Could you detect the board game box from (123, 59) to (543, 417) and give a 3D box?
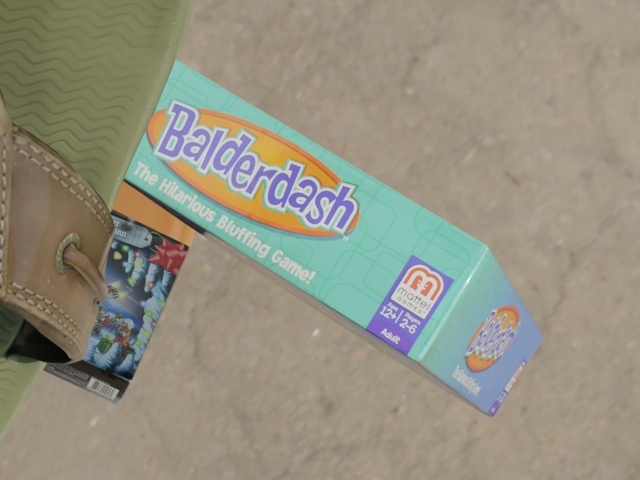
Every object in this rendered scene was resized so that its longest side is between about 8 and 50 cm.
[{"bbox_3d":[0.000,0.000,0.625,0.160,0.210,0.047,32,88,16],"label":"board game box"}]

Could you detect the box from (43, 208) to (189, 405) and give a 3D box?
[{"bbox_3d":[-0.144,0.013,0.814,0.137,0.027,0.094,26,49,-7],"label":"box"}]

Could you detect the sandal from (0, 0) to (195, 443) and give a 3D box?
[{"bbox_3d":[-0.099,0.010,0.432,0.120,0.303,0.086,-1,38,-32],"label":"sandal"}]

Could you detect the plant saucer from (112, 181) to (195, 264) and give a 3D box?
[{"bbox_3d":[-0.143,-0.007,1.053,0.037,0.200,0.200,26,48,31],"label":"plant saucer"}]
